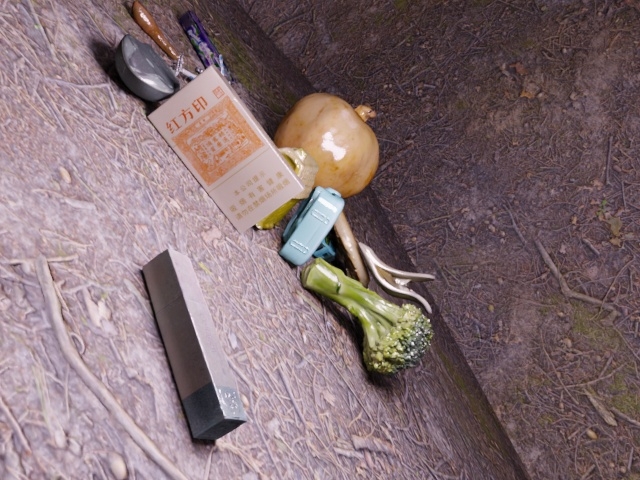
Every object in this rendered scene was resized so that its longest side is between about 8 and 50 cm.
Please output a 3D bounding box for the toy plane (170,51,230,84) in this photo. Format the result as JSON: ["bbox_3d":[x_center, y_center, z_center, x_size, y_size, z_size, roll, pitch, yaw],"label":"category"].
[{"bbox_3d":[-0.373,-0.481,1.978,0.273,0.107,0.182,-22,121,-57],"label":"toy plane"}]

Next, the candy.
[{"bbox_3d":[-0.406,-0.677,2.308,0.312,0.061,0.088,61,14,17],"label":"candy"}]

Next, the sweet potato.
[{"bbox_3d":[-0.489,-0.616,1.929,0.214,0.050,0.050,51,14,-33],"label":"sweet potato"}]

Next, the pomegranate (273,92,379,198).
[{"bbox_3d":[0.033,-0.339,2.311,0.411,0.411,0.411,51,15,-19],"label":"pomegranate"}]

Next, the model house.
[{"bbox_3d":[-0.108,-0.158,1.775,0.175,0.234,0.193,57,16,6],"label":"model house"}]

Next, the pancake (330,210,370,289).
[{"bbox_3d":[0.085,0.013,2.168,0.382,0.071,0.382,161,-90,-89],"label":"pancake"}]

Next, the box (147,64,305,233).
[{"bbox_3d":[-0.225,-0.216,1.575,0.365,0.204,0.051,53,14,-13],"label":"box"}]

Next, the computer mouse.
[{"bbox_3d":[-0.425,-0.412,1.609,0.167,0.090,0.379,54,9,-9],"label":"computer mouse"}]

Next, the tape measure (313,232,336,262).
[{"bbox_3d":[0.000,0.000,2.080,0.146,0.081,0.125,49,17,-51],"label":"tape measure"}]

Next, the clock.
[{"bbox_3d":[-0.029,-0.056,1.868,0.094,0.224,0.274,34,11,-10],"label":"clock"}]

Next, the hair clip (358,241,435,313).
[{"bbox_3d":[0.230,0.121,1.993,0.282,0.113,0.172,23,-8,11],"label":"hair clip"}]

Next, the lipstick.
[{"bbox_3d":[-0.210,0.162,1.057,0.066,0.068,0.317,32,28,-56],"label":"lipstick"}]

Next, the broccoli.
[{"bbox_3d":[0.145,0.213,1.810,0.353,0.275,0.397,9,-31,41],"label":"broccoli"}]
